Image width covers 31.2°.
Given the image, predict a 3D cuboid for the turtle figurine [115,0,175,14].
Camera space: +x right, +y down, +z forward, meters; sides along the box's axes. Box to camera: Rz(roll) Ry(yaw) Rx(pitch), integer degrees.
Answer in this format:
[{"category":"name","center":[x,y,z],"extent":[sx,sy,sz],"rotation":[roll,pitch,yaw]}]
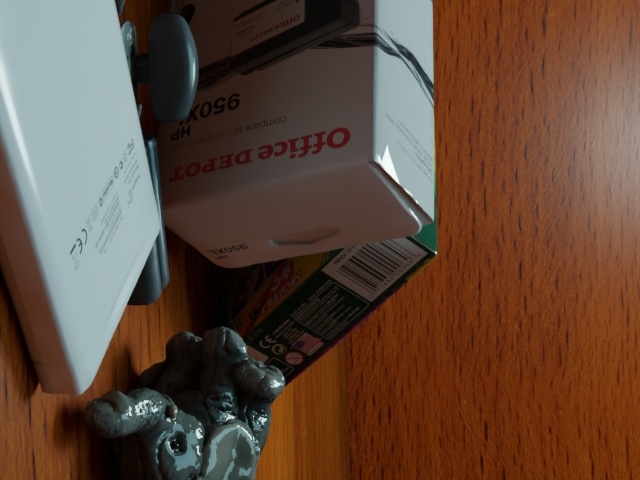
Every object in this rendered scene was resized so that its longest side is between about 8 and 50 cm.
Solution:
[{"category":"turtle figurine","center":[-0.155,-0.373,1.197],"extent":[0.198,0.274,0.266],"rotation":[-20,89,-60]}]

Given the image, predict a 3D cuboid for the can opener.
[{"category":"can opener","center":[-0.167,-0.075,1.103],"extent":[0.074,0.093,0.281],"rotation":[-67,160,-71]}]

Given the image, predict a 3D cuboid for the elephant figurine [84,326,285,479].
[{"category":"elephant figurine","center":[-0.142,0.200,1.103],"extent":[0.169,0.186,0.239],"rotation":[-46,-175,29]}]

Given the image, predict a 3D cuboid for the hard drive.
[{"category":"hard drive","center":[-0.201,-0.088,0.886],"extent":[0.233,0.047,0.353],"rotation":[-75,164,-51]}]

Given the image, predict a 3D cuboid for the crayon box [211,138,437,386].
[{"category":"crayon box","center":[0.000,0.000,1.536],"extent":[0.363,0.106,0.313],"rotation":[-43,-155,31]}]

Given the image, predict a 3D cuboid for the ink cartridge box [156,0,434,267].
[{"category":"ink cartridge box","center":[-0.026,-0.194,1.339],"extent":[0.166,0.285,0.395],"rotation":[41,44,-52]}]
